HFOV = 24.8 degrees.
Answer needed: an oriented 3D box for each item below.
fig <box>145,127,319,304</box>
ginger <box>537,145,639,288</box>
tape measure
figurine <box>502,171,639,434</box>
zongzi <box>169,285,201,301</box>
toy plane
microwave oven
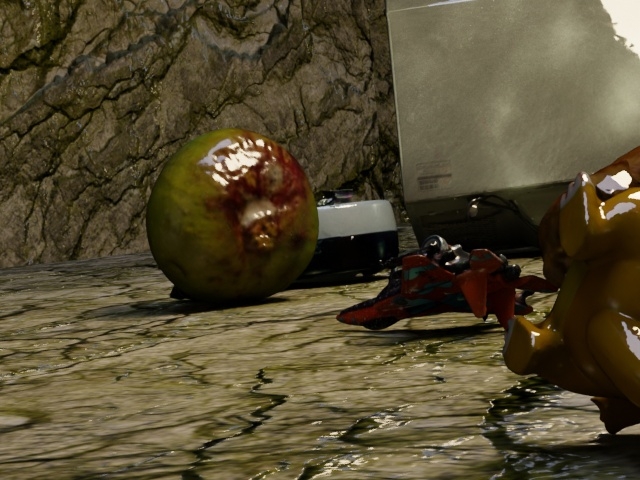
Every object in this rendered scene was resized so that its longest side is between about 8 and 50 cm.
[{"bbox_3d":[-0.098,-0.029,1.519,0.181,0.181,0.191,-6,21,-18],"label":"fig"},{"bbox_3d":[0.360,-0.063,1.064,0.418,0.176,0.254,-5,-35,-39],"label":"ginger"},{"bbox_3d":[0.004,-0.001,1.735,0.181,0.107,0.182,-11,-4,27],"label":"tape measure"},{"bbox_3d":[0.173,0.041,0.571,0.176,0.121,0.122,5,26,-25],"label":"figurine"},{"bbox_3d":[-0.125,0.040,1.621,0.073,0.067,0.083,-13,-12,-24],"label":"zongzi"},{"bbox_3d":[0.078,0.036,1.083,0.130,0.061,0.189,23,-19,-37],"label":"toy plane"},{"bbox_3d":[0.325,-0.168,1.968,0.432,0.374,0.236,-7,-21,9],"label":"microwave oven"}]
